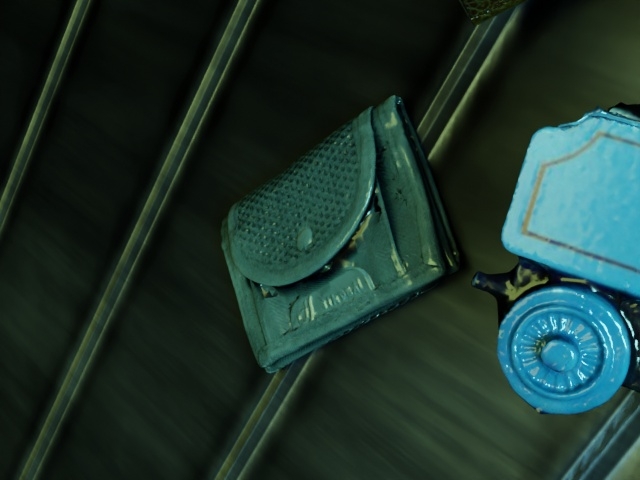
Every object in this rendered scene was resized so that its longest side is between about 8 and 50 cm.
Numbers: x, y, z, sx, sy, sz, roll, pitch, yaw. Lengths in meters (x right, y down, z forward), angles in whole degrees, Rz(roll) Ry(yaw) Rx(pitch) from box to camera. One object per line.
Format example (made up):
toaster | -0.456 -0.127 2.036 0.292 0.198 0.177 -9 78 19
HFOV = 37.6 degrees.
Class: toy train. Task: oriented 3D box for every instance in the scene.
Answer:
toy train | 0.290 0.027 0.773 0.300 0.188 0.265 19 104 19

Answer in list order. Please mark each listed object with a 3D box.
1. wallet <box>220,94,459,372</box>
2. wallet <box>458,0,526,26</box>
wallet | 0.000 0.000 1.170 0.342 0.075 0.237 -32 64 38
wallet | 0.228 -0.314 0.900 0.243 0.039 0.133 -21 114 25
